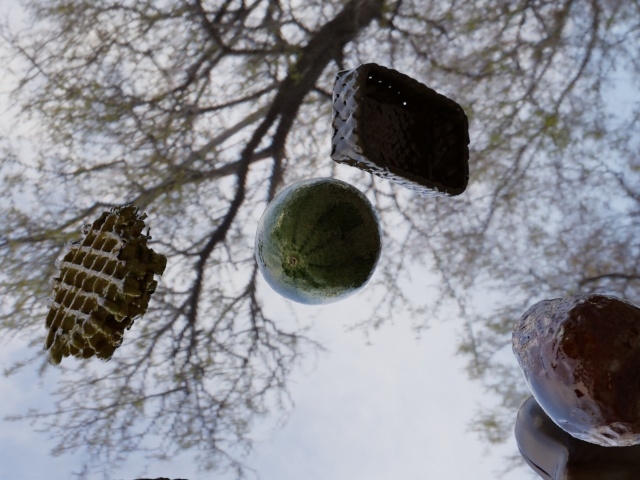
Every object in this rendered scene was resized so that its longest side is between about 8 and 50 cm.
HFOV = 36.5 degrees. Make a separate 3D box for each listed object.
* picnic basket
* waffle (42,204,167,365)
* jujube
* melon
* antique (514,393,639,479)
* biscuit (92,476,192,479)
[{"bbox_3d":[0.080,-0.106,0.976,0.193,0.055,0.110,16,-108,-47],"label":"picnic basket"},{"bbox_3d":[-0.267,0.054,1.200,0.070,0.197,0.193,30,-158,-36],"label":"waffle"},{"bbox_3d":[0.333,0.148,1.201,0.190,0.255,0.190,-3,-76,-11],"label":"jujube"},{"bbox_3d":[0.000,0.000,1.057,0.139,0.139,0.192,65,-160,-6],"label":"melon"},{"bbox_3d":[0.425,0.315,1.558,0.278,0.223,0.129,-56,-29,-65],"label":"antique"},{"bbox_3d":[-0.211,0.254,0.834,0.231,0.131,0.025,0,-143,-9],"label":"biscuit"}]
